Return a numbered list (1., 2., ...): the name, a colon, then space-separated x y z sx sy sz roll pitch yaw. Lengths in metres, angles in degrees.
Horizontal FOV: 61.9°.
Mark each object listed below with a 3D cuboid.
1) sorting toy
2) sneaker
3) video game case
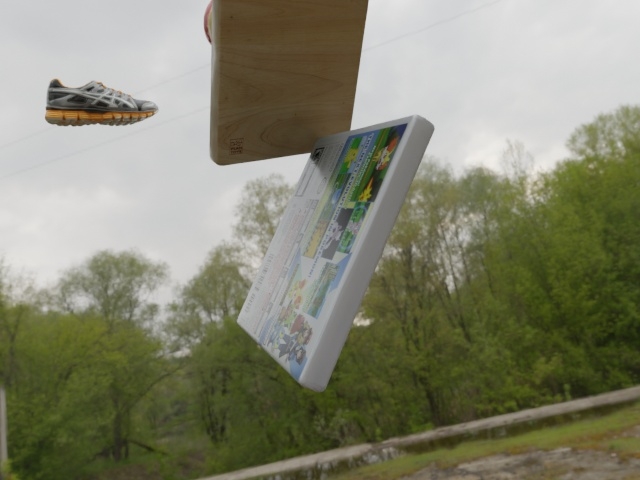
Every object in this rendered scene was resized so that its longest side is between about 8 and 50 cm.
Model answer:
1. sorting toy: -0.064 -0.265 0.820 0.257 0.089 0.256 -15 -55 -36
2. sneaker: -0.420 -0.268 1.037 0.214 0.083 0.084 -9 2 -39
3. video game case: 0.000 0.000 0.723 0.036 0.329 0.300 26 -5 -22
